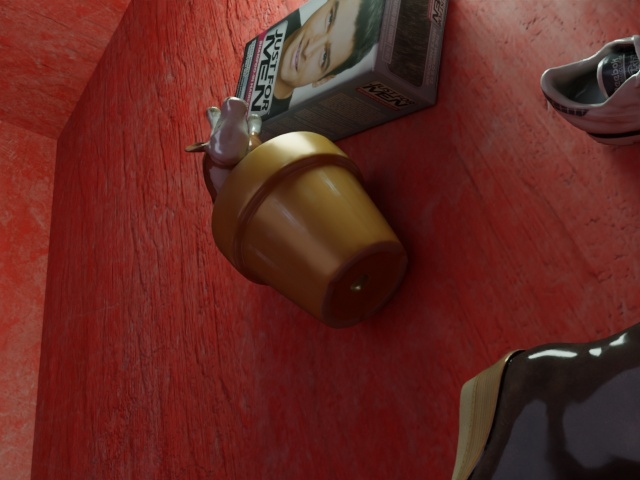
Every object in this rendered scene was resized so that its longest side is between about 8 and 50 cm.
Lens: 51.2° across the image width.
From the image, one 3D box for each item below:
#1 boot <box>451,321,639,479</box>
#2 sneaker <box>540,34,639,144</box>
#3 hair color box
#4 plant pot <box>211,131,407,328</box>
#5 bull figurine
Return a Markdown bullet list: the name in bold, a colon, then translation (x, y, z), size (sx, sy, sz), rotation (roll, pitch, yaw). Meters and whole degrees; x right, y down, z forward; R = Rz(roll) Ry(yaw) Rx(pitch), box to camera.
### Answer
- **boot**: translation (0.195, 0.194, 0.517), size (0.207, 0.090, 0.249), rotation (-32, 46, 46)
- **sneaker**: translation (0.296, -0.132, 0.535), size (0.235, 0.094, 0.090), rotation (-10, 64, 51)
- **hair color box**: translation (0.010, -0.253, 0.987), size (0.374, 0.113, 0.185), rotation (-10, 66, 52)
- **plant pot**: translation (0.000, 0.000, 0.820), size (0.188, 0.205, 0.205), rotation (45, 112, 37)
- **bull figurine**: translation (-0.102, -0.083, 0.940), size (0.101, 0.310, 0.188), rotation (-11, 43, 5)
